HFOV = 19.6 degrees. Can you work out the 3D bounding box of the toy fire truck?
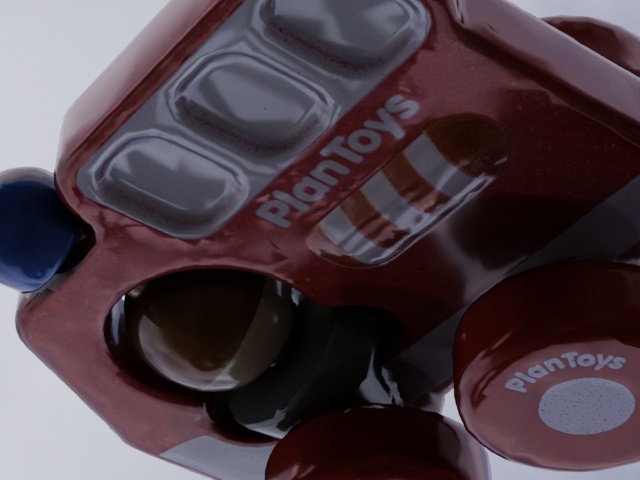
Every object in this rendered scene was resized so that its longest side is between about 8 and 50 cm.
[{"bbox_3d":[0.000,0.000,0.759,0.254,0.302,0.169,27,-136,-28],"label":"toy fire truck"}]
